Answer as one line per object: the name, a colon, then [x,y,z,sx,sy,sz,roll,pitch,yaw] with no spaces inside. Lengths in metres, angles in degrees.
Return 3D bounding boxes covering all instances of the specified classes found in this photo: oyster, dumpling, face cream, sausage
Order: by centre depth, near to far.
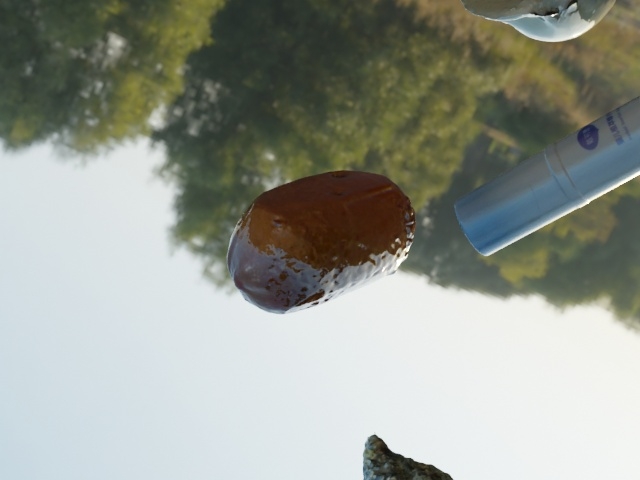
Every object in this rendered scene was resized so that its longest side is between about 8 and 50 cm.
face cream: [0.272,-0.072,1.338,0.077,0.250,0.077,46,-155,-29]
sausage: [0.000,-0.001,1.558,0.268,0.141,0.153,-19,-150,-35]
dumpling: [0.289,-0.371,1.673,0.227,0.175,0.243,22,-171,33]
oyster: [0.158,0.399,1.768,0.162,0.158,0.351,34,-176,-39]
